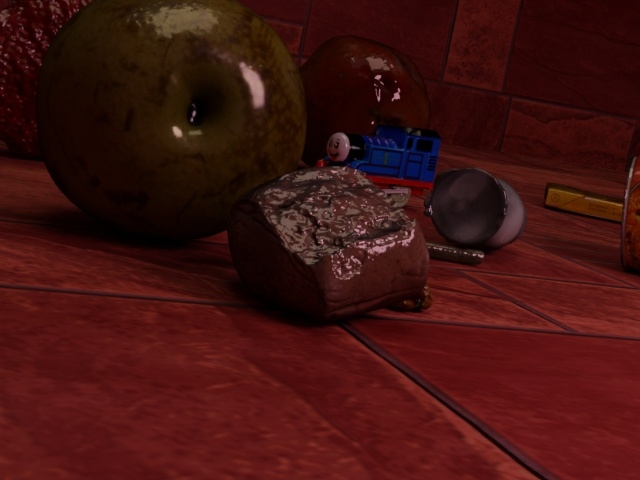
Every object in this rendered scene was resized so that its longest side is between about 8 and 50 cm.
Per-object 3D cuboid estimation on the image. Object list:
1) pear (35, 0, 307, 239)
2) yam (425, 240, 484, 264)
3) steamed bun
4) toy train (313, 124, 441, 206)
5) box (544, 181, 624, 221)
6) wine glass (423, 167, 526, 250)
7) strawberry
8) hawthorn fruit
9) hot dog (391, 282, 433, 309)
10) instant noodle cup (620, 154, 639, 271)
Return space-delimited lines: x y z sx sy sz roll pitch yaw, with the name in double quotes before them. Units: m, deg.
"pear" -0.153 -0.129 1.117 0.283 0.283 0.283 10 10 -2
"yam" 0.141 0.012 1.320 0.116 0.021 0.021 9 10 -6
"steamed bun" 0.000 0.000 0.945 0.145 0.106 0.175 -9 28 -34
"toy train" 0.089 -0.123 1.720 0.204 0.131 0.083 2 13 -40
"box" 0.587 -0.066 2.199 0.269 0.043 0.152 13 9 9
"wine glass" 0.208 -0.035 1.409 0.103 0.103 0.222 14 1 20
"strawberry" -0.355 -0.224 1.506 0.261 0.261 0.257 12 28 9
"hawthorn fruit" 0.071 -0.229 1.973 0.275 0.275 0.299 7 21 -21
"hot dog" 0.052 0.034 1.043 0.062 0.038 0.144 2 13 -43
"instant noodle cup" 0.511 -0.033 1.500 0.174 0.213 0.213 6 7 22
